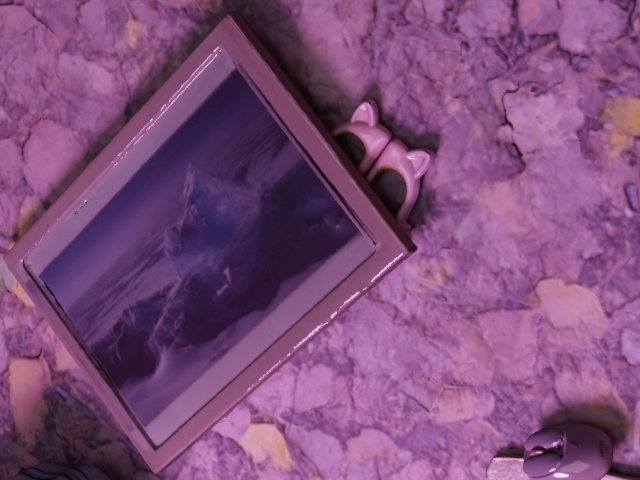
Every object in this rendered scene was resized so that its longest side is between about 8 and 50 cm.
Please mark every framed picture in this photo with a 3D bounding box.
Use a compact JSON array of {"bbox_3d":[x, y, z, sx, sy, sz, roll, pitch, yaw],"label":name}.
[{"bbox_3d":[-0.139,0.014,1.727,0.446,0.028,0.326,-44,77,29],"label":"framed picture"}]

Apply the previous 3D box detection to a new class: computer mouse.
[{"bbox_3d":[0.246,0.214,1.561,0.096,0.039,0.066,-4,61,27],"label":"computer mouse"}]

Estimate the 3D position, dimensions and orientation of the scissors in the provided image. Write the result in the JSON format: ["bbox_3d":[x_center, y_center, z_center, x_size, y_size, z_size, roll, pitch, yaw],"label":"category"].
[{"bbox_3d":[0.000,0.000,1.672,0.160,0.024,0.317,42,115,15],"label":"scissors"}]

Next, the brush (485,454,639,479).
[{"bbox_3d":[0.323,0.254,1.554,0.336,0.020,0.085,6,102,27],"label":"brush"}]

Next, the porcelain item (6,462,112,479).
[{"bbox_3d":[-0.302,0.425,1.827,0.286,0.157,0.281,41,116,14],"label":"porcelain item"}]
